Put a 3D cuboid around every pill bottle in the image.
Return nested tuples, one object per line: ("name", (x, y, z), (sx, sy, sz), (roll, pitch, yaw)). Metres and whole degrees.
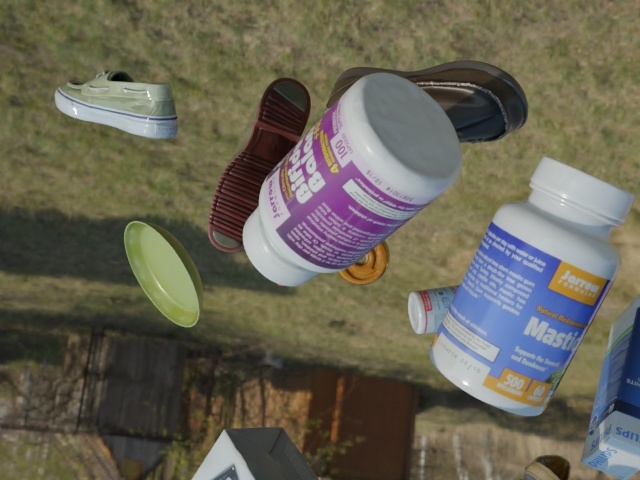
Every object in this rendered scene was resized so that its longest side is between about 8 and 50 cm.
("pill bottle", (0.262, 0.134, 1.594), (0.160, 0.087, 0.087), (-8, 166, -9))
("pill bottle", (0.025, -0.062, 1.024), (0.169, 0.169, 0.301), (15, 142, -31))
("pill bottle", (0.247, 0.049, 0.914), (0.152, 0.272, 0.152), (23, -168, -5))

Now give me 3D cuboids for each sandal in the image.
("sandal", (0.362, 0.369, 1.236), (0.088, 0.079, 0.240), (39, 167, 25))

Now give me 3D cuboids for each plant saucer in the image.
("plant saucer", (-0.308, 0.062, 1.601), (0.037, 0.241, 0.241), (-34, -172, -34))

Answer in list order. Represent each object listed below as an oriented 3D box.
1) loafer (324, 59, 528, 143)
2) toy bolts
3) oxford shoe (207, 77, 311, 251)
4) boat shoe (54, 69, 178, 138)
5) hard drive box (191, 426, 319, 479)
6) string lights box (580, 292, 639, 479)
("loafer", (0.158, -0.201, 1.296), (0.365, 0.130, 0.134), (7, 136, 39))
("toy bolts", (0.000, 0.000, 1.444), (0.228, 0.218, 0.158), (-33, -175, 4))
("oxford shoe", (-0.118, -0.134, 1.512), (0.123, 0.348, 0.130), (28, 167, -13))
("boat shoe", (-0.352, -0.250, 1.390), (0.302, 0.094, 0.109), (18, -162, 34))
("hard drive box", (-0.081, 0.340, 0.821), (0.089, 0.232, 0.181), (12, -154, -45))
("string lights box", (0.487, 0.224, 1.242), (0.076, 0.260, 0.133), (21, 150, 8))
